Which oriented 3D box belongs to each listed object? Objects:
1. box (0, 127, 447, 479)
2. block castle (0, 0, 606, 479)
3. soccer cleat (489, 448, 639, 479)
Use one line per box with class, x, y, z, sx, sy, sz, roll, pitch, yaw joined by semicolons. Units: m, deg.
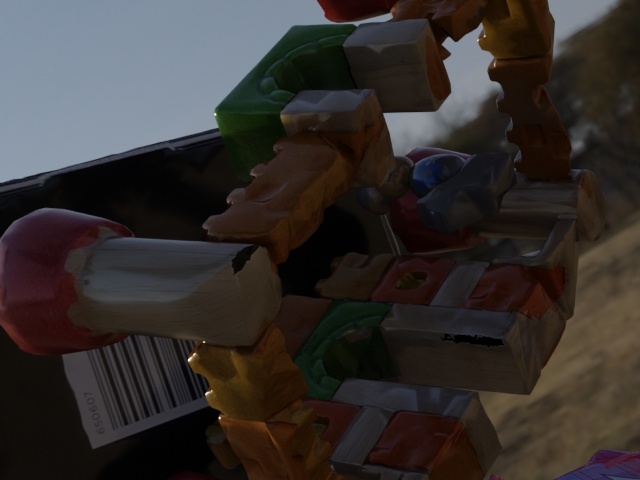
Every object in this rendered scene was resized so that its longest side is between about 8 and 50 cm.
box;-0.237;0.126;1.378;0.479;0.297;0.471;-18;-3;-36
block castle;0.000;0.000;1.068;0.212;0.303;0.453;2;39;34
soccer cleat;0.200;0.148;0.895;0.248;0.095;0.083;-20;-39;26
